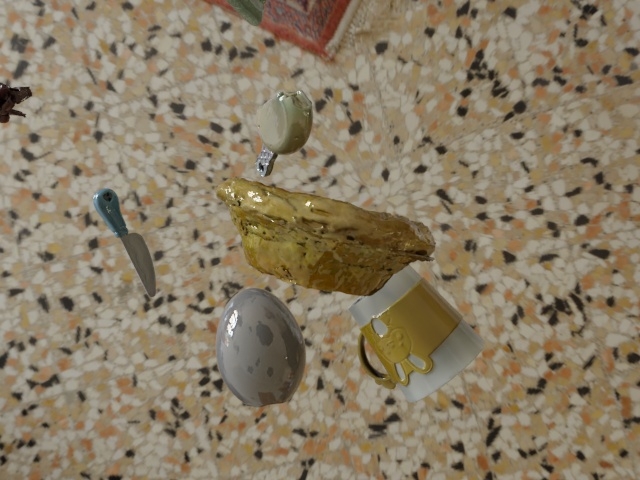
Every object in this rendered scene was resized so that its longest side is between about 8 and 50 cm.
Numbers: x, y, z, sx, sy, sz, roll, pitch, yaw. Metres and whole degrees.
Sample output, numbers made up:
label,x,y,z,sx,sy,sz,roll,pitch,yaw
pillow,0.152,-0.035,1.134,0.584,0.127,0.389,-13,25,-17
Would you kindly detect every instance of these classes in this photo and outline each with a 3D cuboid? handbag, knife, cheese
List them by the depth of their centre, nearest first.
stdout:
label,x,y,z,sx,sy,sz,roll,pitch,yaw
cheese,-0.067,-0.166,1.145,0.048,0.171,0.092,-14,79,-33
handbag,-0.600,-0.236,1.204,0.216,0.203,0.073,16,98,39
knife,-0.389,0.002,1.554,0.032,0.058,0.244,-14,109,42

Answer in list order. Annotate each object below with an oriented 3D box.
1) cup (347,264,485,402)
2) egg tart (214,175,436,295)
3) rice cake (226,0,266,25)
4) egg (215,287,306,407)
label,x,y,z,sx,sy,sz,roll,pitch,yaw
cup,0.157,0.184,1.440,0.241,0.185,0.226,-39,88,33
egg tart,0.003,0.001,1.087,0.342,0.341,0.128,12,91,4
rice cake,-0.181,-0.516,1.493,0.042,0.222,0.080,5,74,37
egg,-0.120,0.208,1.487,0.176,0.176,0.231,-16,87,5
